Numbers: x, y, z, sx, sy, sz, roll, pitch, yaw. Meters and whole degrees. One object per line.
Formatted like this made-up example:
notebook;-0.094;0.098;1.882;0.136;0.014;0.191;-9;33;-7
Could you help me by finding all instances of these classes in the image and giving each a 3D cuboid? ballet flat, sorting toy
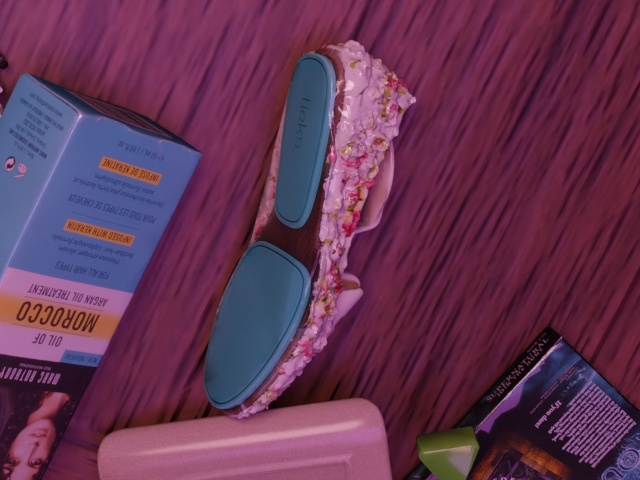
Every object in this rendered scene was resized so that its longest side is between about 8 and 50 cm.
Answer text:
ballet flat;0.000;0.000;0.803;0.077;0.091;0.241;7;109;-38
sorting toy;-0.040;0.201;0.859;0.347;0.047;0.196;-8;103;1

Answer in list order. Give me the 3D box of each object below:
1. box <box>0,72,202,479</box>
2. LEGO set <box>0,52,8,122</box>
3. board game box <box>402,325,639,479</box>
box;-0.169;0.036;0.759;0.100;0.060;0.244;16;104;-52
LEGO set;-0.245;-0.168;0.710;0.244;0.060;0.183;6;108;-15
board game box;0.136;0.166;0.908;0.126;0.026;0.186;43;92;-20
